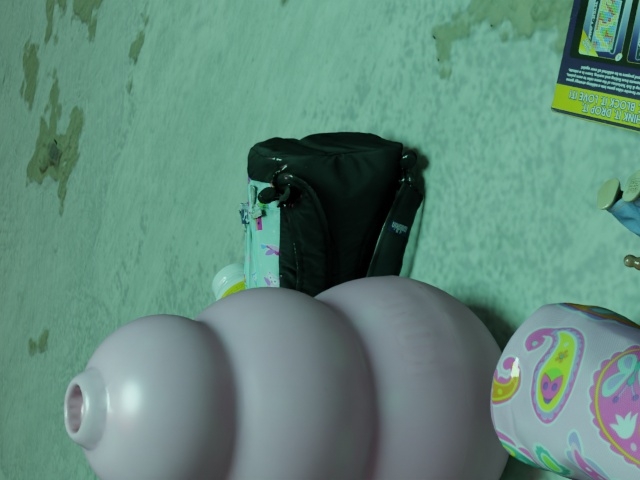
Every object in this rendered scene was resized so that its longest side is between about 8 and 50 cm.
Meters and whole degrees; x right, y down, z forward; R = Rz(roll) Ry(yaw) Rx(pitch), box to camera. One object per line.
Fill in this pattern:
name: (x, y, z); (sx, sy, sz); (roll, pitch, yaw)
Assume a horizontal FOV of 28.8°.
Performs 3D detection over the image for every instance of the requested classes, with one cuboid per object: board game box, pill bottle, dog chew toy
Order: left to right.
pill bottle: (-0.067, 0.075, 1.233); (0.116, 0.065, 0.065); (54, 130, 46)
dog chew toy: (-0.022, 0.122, 0.903); (0.206, 0.331, 0.207); (-15, 73, 56)
board game box: (0.234, -0.136, 0.801); (0.170, 0.048, 0.141); (27, 110, 56)

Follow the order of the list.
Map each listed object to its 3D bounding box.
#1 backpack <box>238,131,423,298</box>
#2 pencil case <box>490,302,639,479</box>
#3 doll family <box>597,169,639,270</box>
backpack: (0.000, 0.000, 1.085); (0.115, 0.151, 0.182); (-140, 49, -59)
pencil case: (0.223, 0.121, 0.714); (0.284, 0.124, 0.124); (21, 103, 56)
doll family: (0.251, -0.012, 0.716); (0.193, 0.111, 0.076); (-1, 55, 61)
